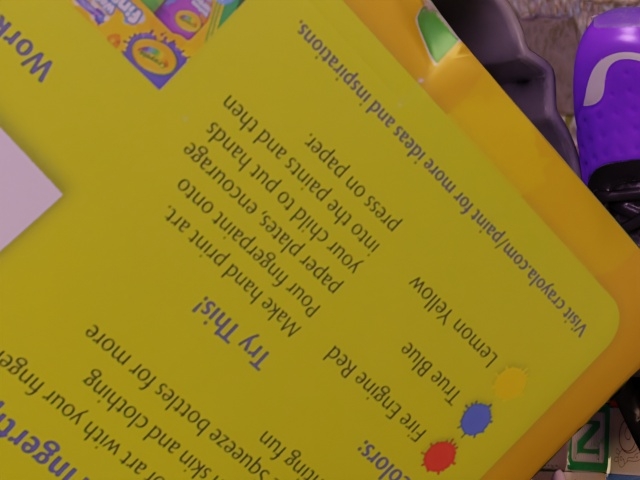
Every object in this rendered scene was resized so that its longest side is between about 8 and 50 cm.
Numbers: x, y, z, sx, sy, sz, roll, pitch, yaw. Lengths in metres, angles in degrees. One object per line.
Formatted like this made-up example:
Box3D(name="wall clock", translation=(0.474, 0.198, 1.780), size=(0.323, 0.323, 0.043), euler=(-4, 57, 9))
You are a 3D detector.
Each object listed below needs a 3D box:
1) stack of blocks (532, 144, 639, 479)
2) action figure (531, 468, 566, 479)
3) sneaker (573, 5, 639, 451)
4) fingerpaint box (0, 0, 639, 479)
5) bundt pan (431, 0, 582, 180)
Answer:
Box3D(name="stack of blocks", translation=(0.182, 0.089, 1.237), size=(0.171, 0.087, 0.297), euler=(10, 82, -44))
Box3D(name="action figure", translation=(0.083, 0.292, 0.970), size=(0.276, 0.370, 0.248), euler=(-39, 79, -18))
Box3D(name="sneaker", translation=(0.200, 0.015, 1.078), size=(0.146, 0.102, 0.293), euler=(-54, 134, -47))
Box3D(name="fingerpaint box", translation=(-0.131, 0.000, 0.731), size=(0.371, 0.163, 0.445), euler=(-46, 123, 0))
Box3D(name="bundt pan", translation=(0.000, 0.000, 1.036), size=(0.331, 0.124, 0.330), euler=(3, 86, -44))
